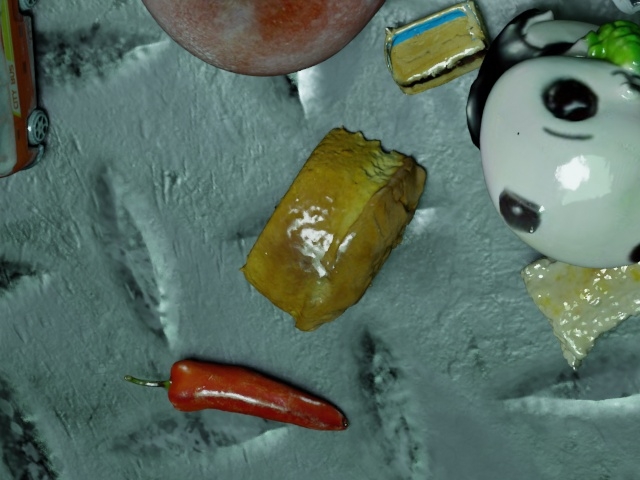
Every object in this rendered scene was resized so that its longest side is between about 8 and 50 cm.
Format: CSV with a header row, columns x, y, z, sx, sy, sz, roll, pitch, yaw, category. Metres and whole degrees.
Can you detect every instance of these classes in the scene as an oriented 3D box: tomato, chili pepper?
x,y,z,sx,sy,sz,roll,pitch,yaw,category
-0.059,-0.286,1.193,0.270,0.227,0.270,4,112,11,tomato
-0.098,0.181,1.506,0.272,0.071,0.063,10,77,5,chili pepper

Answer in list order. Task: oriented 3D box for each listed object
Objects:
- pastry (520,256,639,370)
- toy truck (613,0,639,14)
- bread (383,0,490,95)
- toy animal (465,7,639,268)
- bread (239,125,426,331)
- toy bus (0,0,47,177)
x,y,z,sx,sy,sz,roll,pitch,yaw,category
0.323,0.013,1.300,0.258,0.089,0.121,-40,95,26,pastry
0.279,-0.273,1.205,0.063,0.052,0.123,-31,101,29,toy truck
0.118,-0.192,1.286,0.106,0.053,0.072,-20,84,20,bread
0.242,-0.100,1.166,0.212,0.267,0.213,-2,111,-5,toy animal
0.000,0.000,1.362,0.143,0.139,0.229,33,117,8,bread
-0.376,-0.188,1.382,0.121,0.120,0.265,8,114,13,toy bus
